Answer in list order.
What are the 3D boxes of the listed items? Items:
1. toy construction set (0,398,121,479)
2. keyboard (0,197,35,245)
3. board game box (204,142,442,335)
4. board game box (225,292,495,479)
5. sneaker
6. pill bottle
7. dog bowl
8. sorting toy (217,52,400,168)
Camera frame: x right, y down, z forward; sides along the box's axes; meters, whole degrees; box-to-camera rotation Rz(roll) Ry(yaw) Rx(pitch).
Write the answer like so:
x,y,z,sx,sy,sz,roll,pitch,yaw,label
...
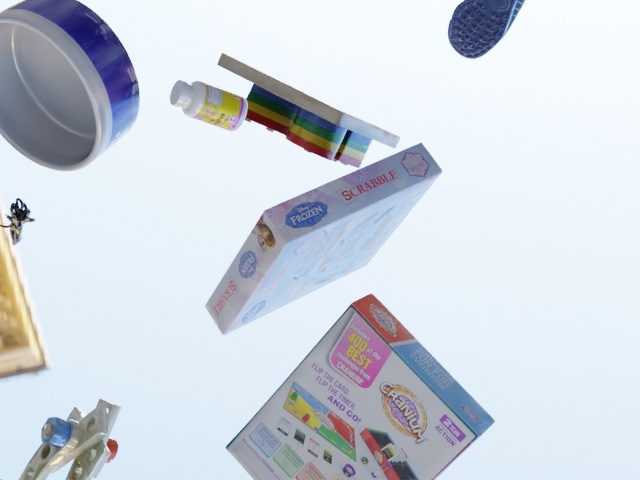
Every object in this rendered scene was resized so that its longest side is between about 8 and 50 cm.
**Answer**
x,y,z,sx,sy,sz,roll,pitch,yaw,label
-0.382,0.215,1.288,0.327,0.151,0.215,22,-117,-24,toy construction set
-0.563,-0.048,1.975,0.201,0.317,0.033,21,-112,-11,keyboard
0.000,0.000,1.935,0.318,0.319,0.066,-25,-107,-34,board game box
0.047,0.265,1.658,0.242,0.316,0.064,46,-152,12,board game box
0.252,-0.341,1.642,0.081,0.232,0.090,43,-128,8,sneaker
-0.128,-0.156,1.386,0.083,0.043,0.043,17,-156,-31,pill bottle
-0.412,-0.245,1.887,0.265,0.265,0.104,19,-138,26,dog bowl
-0.030,-0.210,2.101,0.257,0.089,0.255,29,-172,25,sorting toy
